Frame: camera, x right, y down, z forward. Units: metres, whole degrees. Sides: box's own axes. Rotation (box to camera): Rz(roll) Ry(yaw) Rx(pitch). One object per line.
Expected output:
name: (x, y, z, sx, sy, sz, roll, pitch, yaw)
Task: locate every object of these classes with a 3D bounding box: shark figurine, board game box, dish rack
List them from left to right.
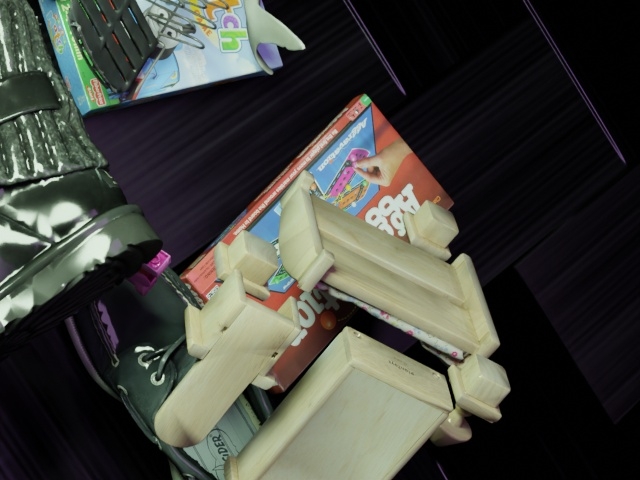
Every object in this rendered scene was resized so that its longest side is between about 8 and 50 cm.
board game box: (-0.152, -0.212, 1.805, 0.211, 0.039, 0.160, -17, 87, -33)
dish rack: (-0.117, -0.257, 1.687, 0.074, 0.208, 0.271, 24, 73, 21)
shark figurine: (-0.009, -0.290, 1.835, 0.166, 0.116, 0.278, 54, 44, -14)
board game box: (0.000, 0.000, 1.855, 0.145, 0.027, 0.281, 51, 59, -13)

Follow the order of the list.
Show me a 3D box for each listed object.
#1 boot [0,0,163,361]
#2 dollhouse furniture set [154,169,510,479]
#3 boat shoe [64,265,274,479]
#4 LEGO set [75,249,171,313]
boot: (-0.326, -0.018, 1.542, 0.348, 0.131, 0.260, -32, 81, -12)
dollhouse furniture set: (-0.016, 0.070, 1.723, 0.303, 0.174, 0.355, 28, 26, -24)
boat shoe: (-0.111, 0.129, 1.707, 0.127, 0.113, 0.340, -27, 93, -32)
LEGO set: (-0.241, 0.007, 1.655, 0.227, 0.093, 0.087, 32, 66, 15)
